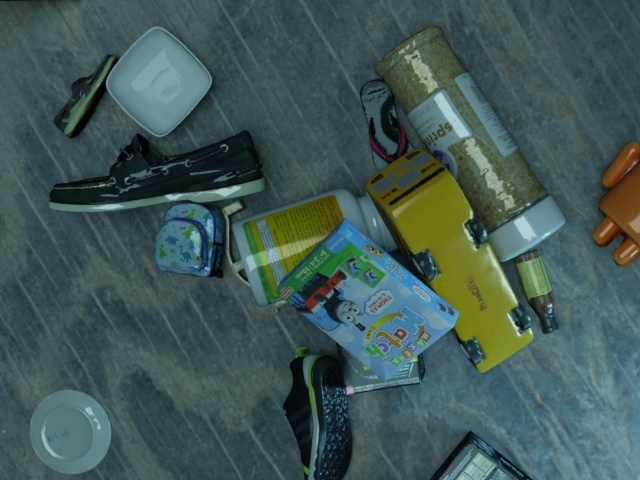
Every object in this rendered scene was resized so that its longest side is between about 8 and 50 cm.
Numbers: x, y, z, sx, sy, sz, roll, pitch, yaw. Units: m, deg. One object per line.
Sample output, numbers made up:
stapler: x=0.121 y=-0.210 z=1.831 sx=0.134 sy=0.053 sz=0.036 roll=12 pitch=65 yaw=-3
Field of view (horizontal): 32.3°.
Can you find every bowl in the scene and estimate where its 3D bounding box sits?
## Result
bowl: x=-0.252 y=-0.250 z=1.754 sx=0.142 sy=0.053 sz=0.142 roll=44 pitch=97 yaw=4

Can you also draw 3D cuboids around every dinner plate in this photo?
dinner plate: x=-0.414 y=0.316 z=1.818 sx=0.141 sy=0.017 sz=0.141 roll=0 pitch=92 yaw=10

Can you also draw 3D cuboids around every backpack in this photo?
backpack: x=-0.204 y=-0.003 z=1.736 sx=0.105 sy=0.084 sz=0.114 roll=8 pitch=92 yaw=19

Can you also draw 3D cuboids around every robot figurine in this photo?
robot figurine: x=0.495 y=-0.060 z=1.615 sx=0.219 sy=0.158 sz=0.128 roll=-44 pitch=125 yaw=8

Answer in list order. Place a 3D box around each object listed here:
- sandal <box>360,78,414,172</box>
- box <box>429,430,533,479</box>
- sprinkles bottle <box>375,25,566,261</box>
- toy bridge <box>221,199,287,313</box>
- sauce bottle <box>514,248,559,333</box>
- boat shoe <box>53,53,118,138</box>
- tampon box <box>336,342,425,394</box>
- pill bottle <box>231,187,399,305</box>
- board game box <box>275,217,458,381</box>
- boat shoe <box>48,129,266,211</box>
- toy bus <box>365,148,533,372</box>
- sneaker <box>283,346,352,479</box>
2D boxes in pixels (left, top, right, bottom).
sandal: x=0.103 y=-0.163 z=1.711 sx=0.067 sy=0.040 sz=0.179 roll=-19 pitch=89 yaw=8
box: x=0.231 y=0.411 z=1.695 sx=0.147 sy=0.077 sz=0.180 roll=37 pitch=96 yaw=5
sprinkles bottle: x=0.224 y=-0.144 z=1.655 sx=0.121 sy=0.121 sz=0.355 roll=-33 pitch=87 yaw=8
toy bridge: x=-0.111 y=0.032 z=1.757 sx=0.063 sy=0.026 sz=0.188 roll=-27 pitch=88 yaw=10
sauce bottle: x=0.332 y=0.079 z=1.686 sx=0.042 sy=0.042 sz=0.128 roll=-16 pitch=88 yaw=9
boat shoe: x=-0.379 y=-0.238 z=1.772 sx=0.049 sy=0.056 sz=0.152 roll=33 pitch=96 yaw=1
tampon box: x=0.087 y=0.142 z=1.694 sx=0.120 sy=0.101 sz=0.161 roll=-11 pitch=91 yaw=9
pill bottle: x=0.000 y=0.000 z=1.675 sx=0.245 sy=0.136 sz=0.136 roll=-18 pitch=89 yaw=-3
board game box: x=0.064 y=0.088 z=1.567 sx=0.211 sy=0.039 sz=0.160 roll=39 pitch=127 yaw=-8
boat shoe: x=-0.259 y=-0.112 z=1.716 sx=0.340 sy=0.127 sz=0.113 roll=-5 pitch=102 yaw=6
toy bus: x=0.193 y=0.036 z=1.613 sx=0.108 sy=0.130 sz=0.333 roll=-34 pitch=122 yaw=-4
sneaker: x=-0.010 y=0.284 z=1.741 sx=0.097 sy=0.084 sz=0.235 roll=7 pitch=98 yaw=41
